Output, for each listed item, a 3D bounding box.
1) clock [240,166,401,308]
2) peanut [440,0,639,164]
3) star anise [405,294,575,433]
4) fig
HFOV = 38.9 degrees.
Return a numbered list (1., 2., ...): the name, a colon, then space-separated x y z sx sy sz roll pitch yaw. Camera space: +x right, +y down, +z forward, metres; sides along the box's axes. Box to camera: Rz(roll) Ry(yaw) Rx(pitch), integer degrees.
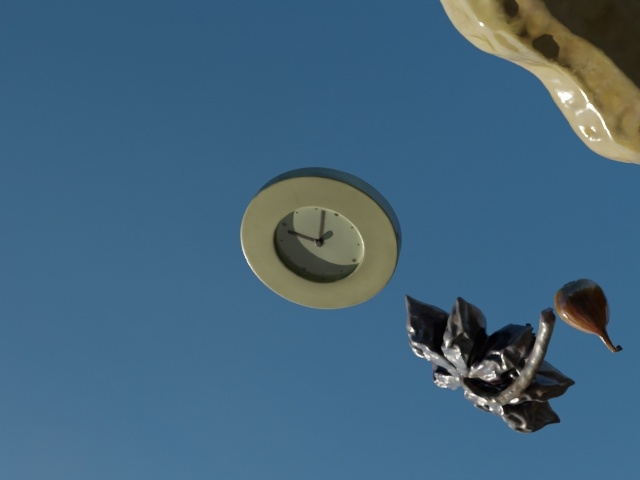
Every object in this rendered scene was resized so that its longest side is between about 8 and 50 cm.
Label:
1. clock: 0.000 0.000 1.313 0.235 0.029 0.235 6 -55 9
2. peanut: 0.163 -0.153 0.602 0.274 0.111 0.125 42 -127 -13
3. star anise: 0.185 0.137 1.015 0.230 0.262 0.081 44 -112 -2
4. fig: 0.268 0.076 0.893 0.050 0.050 0.083 -32 -104 -9
